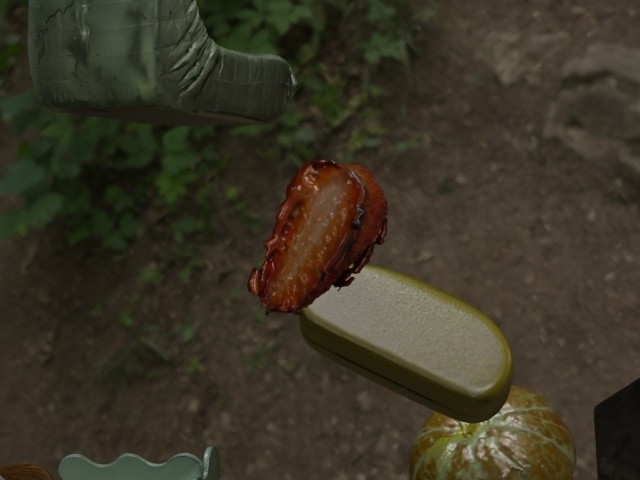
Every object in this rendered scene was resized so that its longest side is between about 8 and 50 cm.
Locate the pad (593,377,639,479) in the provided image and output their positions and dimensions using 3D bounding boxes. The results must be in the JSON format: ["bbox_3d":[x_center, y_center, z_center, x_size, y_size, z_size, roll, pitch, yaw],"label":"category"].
[{"bbox_3d":[0.439,0.253,1.404,0.265,0.159,0.009,-18,17,-42],"label":"pad"}]

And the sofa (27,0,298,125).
[{"bbox_3d":[-0.164,-0.215,1.101,0.210,0.176,0.225,4,2,36],"label":"sofa"}]

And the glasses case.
[{"bbox_3d":[0.146,0.165,1.733,0.371,0.141,0.173,24,61,19],"label":"glasses case"}]

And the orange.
[{"bbox_3d":[0.334,0.435,2.029,0.329,0.249,0.329,-16,32,10],"label":"orange"}]

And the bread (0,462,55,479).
[{"bbox_3d":[-0.461,0.412,1.494,0.224,0.142,0.212,-18,25,-1],"label":"bread"}]

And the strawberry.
[{"bbox_3d":[0.000,0.000,1.148,0.121,0.082,0.188,41,103,35],"label":"strawberry"}]

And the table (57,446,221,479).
[{"bbox_3d":[-0.239,0.352,1.364,0.198,0.166,0.166,-2,31,10],"label":"table"}]
